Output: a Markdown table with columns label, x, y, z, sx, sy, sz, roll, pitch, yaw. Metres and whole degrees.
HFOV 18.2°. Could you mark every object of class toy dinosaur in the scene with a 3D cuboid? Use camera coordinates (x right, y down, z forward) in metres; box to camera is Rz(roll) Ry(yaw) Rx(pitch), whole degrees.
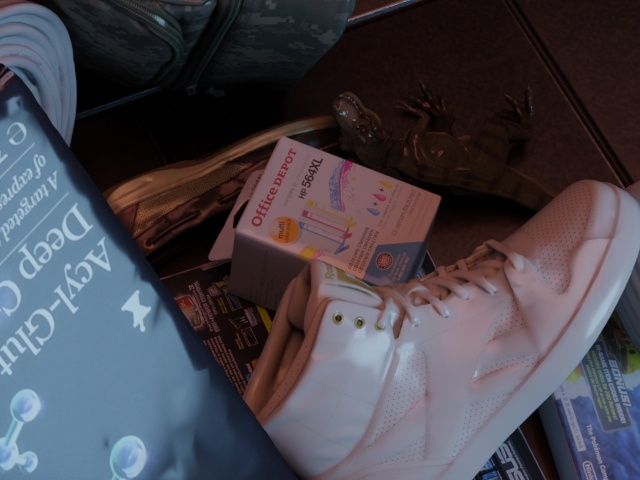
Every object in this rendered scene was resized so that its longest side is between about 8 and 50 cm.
| label | x | y | z | sx | sy | sz | roll | pitch | yaw |
| --- | --- | --- | --- | --- | --- | --- | --- | --- | --- |
| toy dinosaur | 0.122 | -0.074 | 1.571 | 0.268 | 0.064 | 0.118 | 16 | 42 | -16 |

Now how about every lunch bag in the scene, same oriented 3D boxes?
| label | x | y | z | sx | sy | sz | roll | pitch | yaw |
| --- | --- | --- | --- | --- | --- | --- | --- | --- | --- |
| lunch bag | -0.120 | -0.228 | 1.488 | 0.256 | 0.305 | 0.212 | 4 | 84 | -12 |

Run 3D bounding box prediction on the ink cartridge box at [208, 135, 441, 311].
| label | x | y | z | sx | sy | sz | roll | pitch | yaw |
| --- | --- | --- | --- | --- | --- | --- | --- | --- | --- |
| ink cartridge box | 0.000 | 0.000 | 1.430 | 0.143 | 0.090 | 0.092 | 21 | 59 | 6 |

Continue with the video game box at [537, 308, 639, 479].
| label | x | y | z | sx | sy | sz | roll | pitch | yaw |
| --- | --- | --- | --- | --- | --- | --- | --- | --- | --- |
| video game box | 0.258 | 0.119 | 1.486 | 0.187 | 0.048 | 0.205 | -8 | 61 | -14 |

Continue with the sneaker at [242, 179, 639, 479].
| label | x | y | z | sx | sy | sz | roll | pitch | yaw |
| --- | --- | --- | --- | --- | --- | --- | --- | --- | --- |
| sneaker | 0.073 | 0.046 | 1.315 | 0.169 | 0.108 | 0.292 | 39 | 87 | -22 |

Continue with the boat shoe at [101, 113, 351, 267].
| label | x | y | z | sx | sy | sz | roll | pitch | yaw |
| --- | --- | --- | --- | --- | --- | --- | --- | --- | --- |
| boat shoe | -0.066 | -0.031 | 1.522 | 0.223 | 0.080 | 0.073 | -20 | 76 | -19 |

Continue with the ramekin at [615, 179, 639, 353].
| label | x | y | z | sx | sy | sz | roll | pitch | yaw |
| --- | --- | --- | --- | --- | --- | --- | --- | --- | --- |
| ramekin | 0.299 | 0.014 | 1.413 | 0.207 | 0.207 | 0.109 | -12 | 71 | -13 |

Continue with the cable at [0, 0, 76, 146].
| label | x | y | z | sx | sy | sz | roll | pitch | yaw |
| --- | --- | --- | --- | --- | --- | --- | --- | --- | --- |
| cable | -0.270 | -0.055 | 1.406 | 0.089 | 0.257 | 0.257 | 24 | 62 | 20 |

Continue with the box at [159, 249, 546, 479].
| label | x | y | z | sx | sy | sz | roll | pitch | yaw |
| --- | --- | --- | --- | --- | --- | --- | --- | --- | --- |
| box | 0.014 | 0.122 | 1.448 | 0.216 | 0.060 | 0.270 | -19 | 63 | -16 |

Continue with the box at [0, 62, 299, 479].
| label | x | y | z | sx | sy | sz | roll | pitch | yaw |
| --- | --- | --- | --- | --- | --- | --- | --- | --- | --- |
| box | -0.230 | 0.136 | 1.200 | 0.212 | 0.395 | 0.293 | 6 | 47 | 47 |
